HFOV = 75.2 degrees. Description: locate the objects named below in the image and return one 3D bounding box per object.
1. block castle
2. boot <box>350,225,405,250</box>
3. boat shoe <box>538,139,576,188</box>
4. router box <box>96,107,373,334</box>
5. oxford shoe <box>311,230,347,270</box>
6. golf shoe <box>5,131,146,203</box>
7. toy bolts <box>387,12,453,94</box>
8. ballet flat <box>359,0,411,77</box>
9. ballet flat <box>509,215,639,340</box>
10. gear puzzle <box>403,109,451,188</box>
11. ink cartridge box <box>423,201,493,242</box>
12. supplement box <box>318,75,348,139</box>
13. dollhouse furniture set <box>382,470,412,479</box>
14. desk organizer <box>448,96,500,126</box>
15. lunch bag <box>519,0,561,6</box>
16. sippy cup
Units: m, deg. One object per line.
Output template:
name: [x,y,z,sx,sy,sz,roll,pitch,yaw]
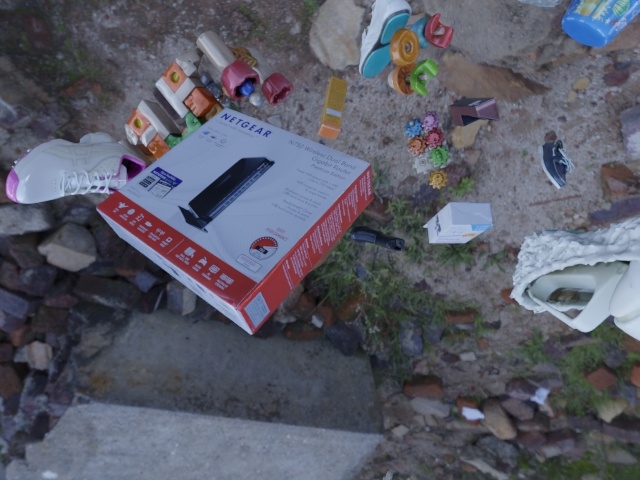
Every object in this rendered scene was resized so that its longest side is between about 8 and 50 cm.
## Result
block castle: [-0.302,-0.310,1.138,0.453,0.303,0.213,-39,89,22]
boot: [0.150,-0.003,1.076,0.121,0.099,0.045,7,102,-35]
boat shoe: [0.796,-0.262,1.396,0.079,0.254,0.095,-28,111,35]
router box: [-0.136,-0.061,0.678,0.335,0.301,0.082,27,152,28]
oxford shoe: [0.000,0.000,0.782,0.076,0.212,0.076,15,117,23]
golf shoe: [-0.495,-0.146,0.875,0.140,0.306,0.115,27,121,1]
toy bolts: [0.267,-0.589,1.274,0.218,0.158,0.228,29,88,-40]
ballet flat: [0.208,-0.719,1.441,0.139,0.400,0.139,1,84,-6]
ballet flat: [0.352,0.053,0.470,0.147,0.409,0.147,0,86,-3]
gear puzzle: [0.463,-0.381,1.797,0.175,0.044,0.338,-17,84,34]
ink cartridge box: [0.342,-0.036,1.058,0.104,0.061,0.181,0,163,-7]
supplement box: [0.051,-0.517,1.620,0.080,0.233,0.078,12,161,-10]
dollhouse furniture set: [0.209,0.596,0.825,0.212,0.161,0.242,14,145,13]
desk organizer: [0.337,-0.282,0.917,0.047,0.130,0.050,-25,110,0]
lunch bag: [0.639,-0.831,1.227,0.169,0.235,0.287,-36,89,21]
sippy cup: [0.911,-0.759,1.323,0.305,0.240,0.224,23,109,-33]
